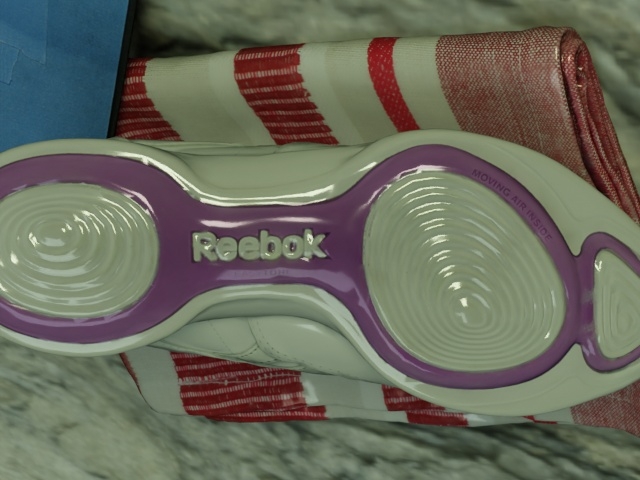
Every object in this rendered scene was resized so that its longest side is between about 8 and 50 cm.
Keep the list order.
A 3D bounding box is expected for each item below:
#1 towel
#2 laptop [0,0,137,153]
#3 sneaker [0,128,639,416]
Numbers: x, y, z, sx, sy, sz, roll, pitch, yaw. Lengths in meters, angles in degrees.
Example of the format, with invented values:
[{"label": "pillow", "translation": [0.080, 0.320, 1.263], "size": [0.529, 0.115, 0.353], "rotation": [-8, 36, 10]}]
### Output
[{"label": "towel", "translation": [0.003, 0.005, 0.919], "size": [0.329, 0.037, 0.237], "rotation": [-1, 132, 31]}, {"label": "laptop", "translation": [-0.275, -0.162, 0.738], "size": [0.382, 0.408, 0.236], "rotation": [22, 100, 7]}, {"label": "sneaker", "translation": [0.000, 0.000, 0.823], "size": [0.305, 0.152, 0.114], "rotation": [8, 95, 1]}]
